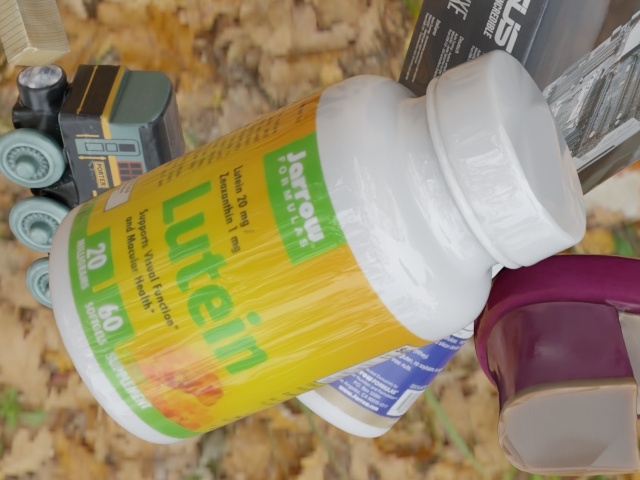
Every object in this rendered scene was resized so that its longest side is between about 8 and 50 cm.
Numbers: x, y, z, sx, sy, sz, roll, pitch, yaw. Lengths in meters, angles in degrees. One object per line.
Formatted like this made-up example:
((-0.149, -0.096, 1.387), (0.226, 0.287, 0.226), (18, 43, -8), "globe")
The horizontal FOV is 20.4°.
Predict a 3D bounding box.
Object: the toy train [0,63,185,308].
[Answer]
((-0.235, -0.048, 1.940), (0.190, 0.142, 0.334), (2, 130, 11), "toy train")

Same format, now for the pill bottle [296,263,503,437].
((0.078, 0.030, 1.551), (0.153, 0.153, 0.264), (34, 104, -21), "pill bottle")

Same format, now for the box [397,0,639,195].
((0.154, -0.143, 1.026), (0.076, 0.242, 0.307), (39, 136, 22), "box")

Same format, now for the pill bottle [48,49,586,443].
((0.000, 0.000, 0.887), (0.246, 0.136, 0.136), (-24, 120, 22), "pill bottle")

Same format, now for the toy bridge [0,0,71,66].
((-0.185, -0.072, 0.782), (0.188, 0.026, 0.063), (-26, 77, 38), "toy bridge")

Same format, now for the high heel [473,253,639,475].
((0.276, 0.051, 0.992), (0.377, 0.181, 0.127), (3, 119, 2), "high heel")
